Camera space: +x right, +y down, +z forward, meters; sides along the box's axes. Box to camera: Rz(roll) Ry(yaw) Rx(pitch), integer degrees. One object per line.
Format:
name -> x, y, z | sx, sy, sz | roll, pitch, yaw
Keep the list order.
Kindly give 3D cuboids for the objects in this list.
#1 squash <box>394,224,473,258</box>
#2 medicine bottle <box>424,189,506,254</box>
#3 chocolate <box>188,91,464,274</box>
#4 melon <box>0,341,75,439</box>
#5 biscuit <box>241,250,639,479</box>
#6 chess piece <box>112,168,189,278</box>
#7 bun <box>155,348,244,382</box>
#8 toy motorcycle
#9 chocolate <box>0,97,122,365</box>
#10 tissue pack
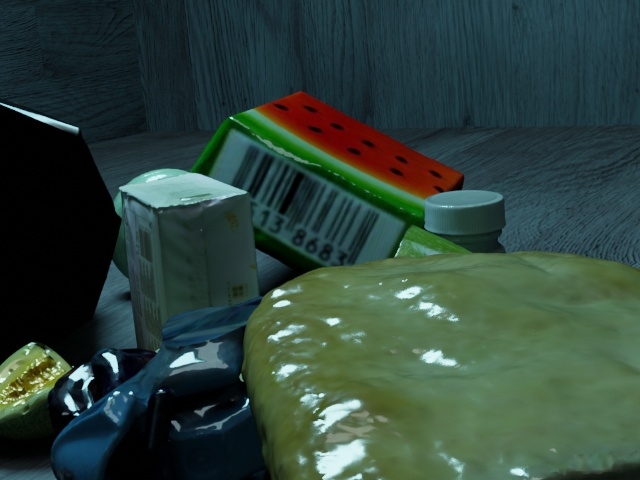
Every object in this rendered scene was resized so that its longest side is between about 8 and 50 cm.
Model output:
squash -> 0.128, 0.073, 1.123 | 0.122, 0.170, 0.170 | 12, 16, 9
medicine bottle -> 0.187, 0.026, 1.248 | 0.105, 0.168, 0.105 | -5, 14, 1
chocolate -> 0.019, -0.071, 1.434 | 0.360, 0.162, 0.341 | 29, 23, 9
melon -> -0.296, 0.173, 1.031 | 0.128, 0.079, 0.160 | -33, 26, -26
biscuit -> 0.165, 0.080, 0.629 | 0.429, 0.104, 0.446 | -2, 15, -10
chess piece -> -0.202, 0.023, 1.419 | 0.194, 0.195, 0.299 | -9, 23, -16
bun -> -0.131, 0.157, 1.029 | 0.115, 0.069, 0.115 | 16, 13, -4
toy motorcycle -> -0.049, 0.155, 0.823 | 0.415, 0.172, 0.232 | -3, 20, 7
chocolate -> -0.435, -0.027, 1.311 | 0.383, 0.384, 0.331 | -5, 12, 1
tissue pack -> -0.155, 0.046, 1.163 | 0.124, 0.225, 0.185 | -10, 15, -22
